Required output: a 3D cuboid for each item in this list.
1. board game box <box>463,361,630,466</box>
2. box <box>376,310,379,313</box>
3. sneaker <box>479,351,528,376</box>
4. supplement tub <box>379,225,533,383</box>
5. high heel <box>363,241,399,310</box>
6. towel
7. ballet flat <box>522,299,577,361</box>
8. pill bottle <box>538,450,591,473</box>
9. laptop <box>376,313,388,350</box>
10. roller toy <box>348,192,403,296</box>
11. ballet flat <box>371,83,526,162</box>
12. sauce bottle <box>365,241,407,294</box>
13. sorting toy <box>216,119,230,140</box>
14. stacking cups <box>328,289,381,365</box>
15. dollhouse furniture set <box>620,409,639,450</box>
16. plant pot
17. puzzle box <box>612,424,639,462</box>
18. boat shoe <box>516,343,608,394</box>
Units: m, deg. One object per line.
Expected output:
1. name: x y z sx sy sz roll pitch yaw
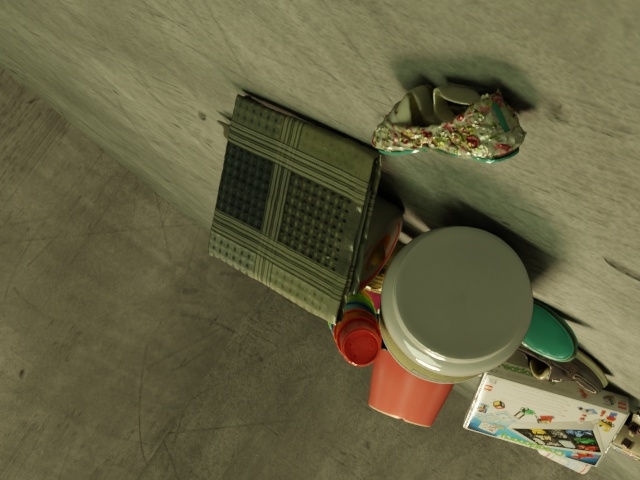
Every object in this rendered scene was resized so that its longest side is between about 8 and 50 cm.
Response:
1. board game box: 0.480 0.371 1.967 0.305 0.053 0.193 16 131 5
2. box: 0.224 0.170 2.263 0.109 0.042 0.178 -14 -162 -30
3. sneaker: 0.450 0.274 2.066 0.258 0.091 0.094 14 171 -41
4. supplement tub: 0.214 0.108 1.488 0.235 0.235 0.325 32 172 8
5. high heel: 0.000 0.000 1.862 0.377 0.181 0.127 35 172 -9
6. towel: -0.046 -0.054 1.526 0.324 0.312 0.056 28 -153 33
7. ballet flat: 0.367 0.136 1.671 0.247 0.083 0.087 30 -165 26
8. pill bottle: 0.593 0.504 2.258 0.160 0.087 0.087 26 171 2
9. laptop: 0.128 0.148 2.381 0.264 0.136 0.234 15 -140 -33
10. roller toy: 0.052 -0.005 1.621 0.146 0.191 0.209 32 130 18
11. ballet flat: 0.134 -0.136 1.015 0.241 0.091 0.077 13 128 57
12. sauce bottle: 0.073 0.036 1.771 0.345 0.111 0.111 15 168 10
13. sorting toy: -0.172 -0.210 1.819 0.075 0.045 0.083 37 175 29
14. stacking cups: 0.067 0.147 1.587 0.096 0.096 0.316 35 -178 -6
15. dollhouse furniture set: 0.643 0.378 1.974 0.114 0.091 0.081 33 157 28
16. plant pot: 0.268 0.394 2.662 0.275 0.243 0.275 19 178 1
17. puzzle box: 0.651 0.441 2.158 0.409 0.052 0.272 26 173 -7
18. boat shoe: 0.446 0.230 1.791 0.285 0.092 0.103 38 171 -25
